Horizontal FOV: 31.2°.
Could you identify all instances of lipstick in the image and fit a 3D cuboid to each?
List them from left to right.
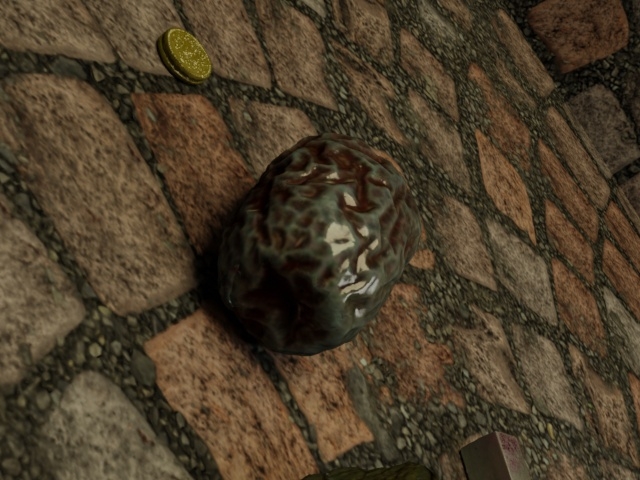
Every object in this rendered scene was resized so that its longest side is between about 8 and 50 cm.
[{"bbox_3d":[0.270,0.415,1.529,0.066,0.068,0.317,24,42,-46],"label":"lipstick"}]

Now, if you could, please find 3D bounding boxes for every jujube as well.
[{"bbox_3d":[0.000,0.000,1.379,0.226,0.226,0.317,53,33,-9],"label":"jujube"}]

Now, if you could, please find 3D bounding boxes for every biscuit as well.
[{"bbox_3d":[-0.180,-0.246,1.528,0.084,0.023,0.084,39,33,-31],"label":"biscuit"}]

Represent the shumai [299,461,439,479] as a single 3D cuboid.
[{"bbox_3d":[0.062,0.354,1.184,0.256,0.189,0.218,-59,133,-76],"label":"shumai"}]
